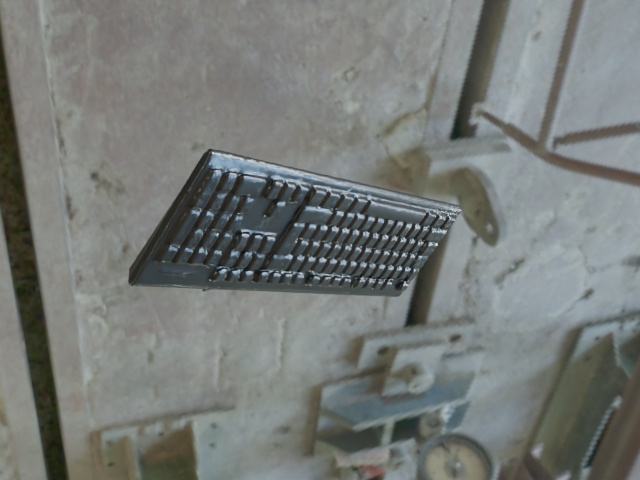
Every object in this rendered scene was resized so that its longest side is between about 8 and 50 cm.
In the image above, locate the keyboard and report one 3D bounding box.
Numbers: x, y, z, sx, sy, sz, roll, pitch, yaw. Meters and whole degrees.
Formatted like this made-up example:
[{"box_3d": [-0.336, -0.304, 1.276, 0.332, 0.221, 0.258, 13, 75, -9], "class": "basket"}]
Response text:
[{"box_3d": [0.000, 0.000, 0.454, 0.202, 0.011, 0.067, 7, 124, -55], "class": "keyboard"}]
